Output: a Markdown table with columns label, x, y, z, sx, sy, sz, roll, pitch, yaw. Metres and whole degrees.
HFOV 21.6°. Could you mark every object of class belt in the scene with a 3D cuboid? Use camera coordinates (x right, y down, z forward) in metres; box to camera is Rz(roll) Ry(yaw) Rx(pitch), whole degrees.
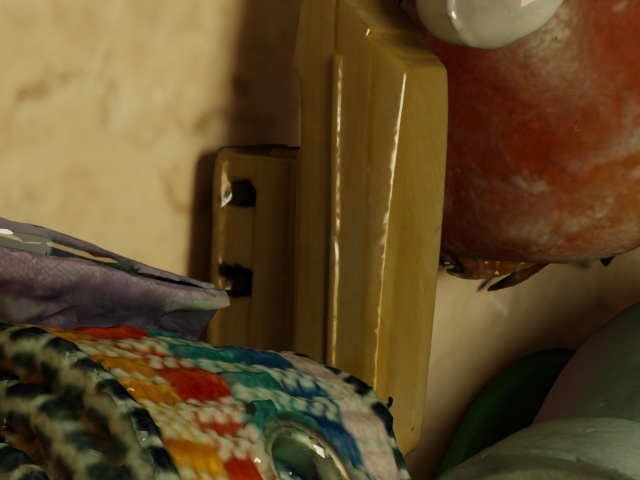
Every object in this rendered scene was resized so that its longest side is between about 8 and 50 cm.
| label | x | y | z | sx | sy | sz | roll | pitch | yaw |
| --- | --- | --- | --- | --- | --- | --- | --- | --- | --- |
| belt | -0.082 | 0.147 | 0.457 | 0.160 | 0.207 | 0.295 | 19 | 86 | -49 |

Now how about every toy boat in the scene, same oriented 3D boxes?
| label | x | y | z | sx | sy | sz | roll | pitch | yaw |
| --- | --- | --- | --- | --- | --- | --- | --- | --- | --- |
| toy boat | 0.000 | 0.000 | 0.595 | 0.057 | 0.077 | 0.200 | -8 | 104 | -58 |

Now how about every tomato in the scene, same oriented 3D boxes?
| label | x | y | z | sx | sy | sz | roll | pitch | yaw |
| --- | --- | --- | --- | --- | --- | --- | --- | --- | --- |
| tomato | 0.146 | -0.061 | 0.679 | 0.214 | 0.155 | 0.180 | -11 | 105 | -43 |

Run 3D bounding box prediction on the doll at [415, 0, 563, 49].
| label | x | y | z | sx | sy | sz | roll | pitch | yaw |
| --- | --- | --- | --- | --- | --- | --- | --- | --- | --- |
| doll | 0.066 | -0.226 | 0.577 | 0.237 | 0.111 | 0.252 | -49 | 127 | -42 |

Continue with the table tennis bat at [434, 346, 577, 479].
| label | x | y | z | sx | sy | sz | roll | pitch | yaw |
| --- | --- | --- | --- | --- | --- | --- | --- | --- | --- |
| table tennis bat | 0.077 | 0.167 | 0.754 | 0.257 | 0.039 | 0.160 | -56 | 132 | -22 |

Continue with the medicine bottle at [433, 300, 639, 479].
| label | x | y | z | sx | sy | sz | roll | pitch | yaw |
| --- | --- | --- | --- | --- | --- | --- | --- | --- | --- |
| medicine bottle | 0.187 | 0.130 | 0.666 | 0.290 | 0.245 | 0.245 | -21 | 115 | -47 |
